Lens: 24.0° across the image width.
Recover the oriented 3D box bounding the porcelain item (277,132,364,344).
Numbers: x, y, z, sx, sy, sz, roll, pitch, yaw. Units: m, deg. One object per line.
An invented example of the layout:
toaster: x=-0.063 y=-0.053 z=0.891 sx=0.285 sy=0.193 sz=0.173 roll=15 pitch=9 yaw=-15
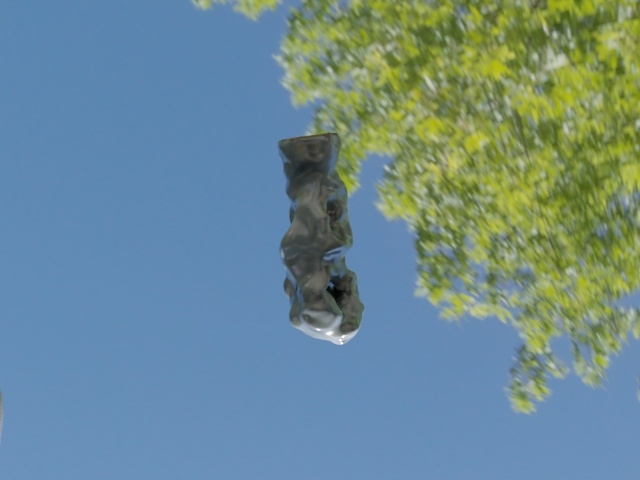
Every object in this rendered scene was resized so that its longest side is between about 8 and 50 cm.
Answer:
porcelain item: x=0.000 y=0.000 z=0.588 sx=0.028 sy=0.036 sz=0.083 roll=-5 pitch=-83 yaw=34

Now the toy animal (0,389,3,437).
toy animal: x=-0.210 y=0.056 z=0.466 sx=0.271 sy=0.265 sz=0.206 roll=24 pitch=-124 yaw=26
